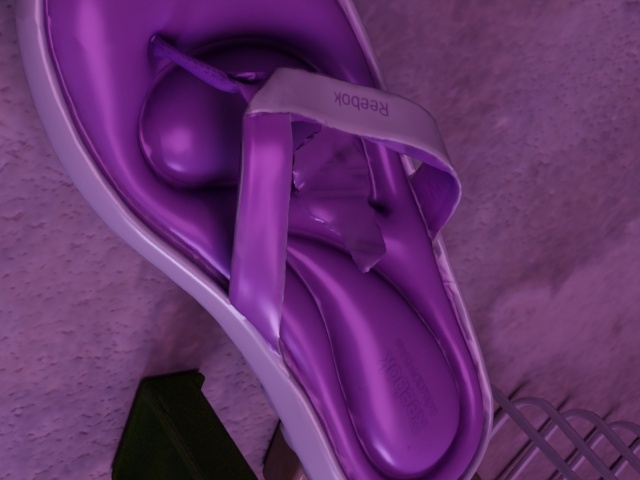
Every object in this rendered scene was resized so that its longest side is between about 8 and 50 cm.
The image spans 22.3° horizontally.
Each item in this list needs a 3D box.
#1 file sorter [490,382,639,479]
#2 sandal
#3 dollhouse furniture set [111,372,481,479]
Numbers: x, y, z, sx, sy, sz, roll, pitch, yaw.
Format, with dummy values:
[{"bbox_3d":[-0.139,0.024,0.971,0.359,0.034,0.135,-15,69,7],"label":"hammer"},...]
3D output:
[{"bbox_3d":[0.187,0.231,1.177,0.277,0.193,0.173,19,113,-47],"label":"file sorter"},{"bbox_3d":[0.009,-0.011,0.790,0.169,0.102,0.416,-50,131,-22],"label":"sandal"},{"bbox_3d":[-0.034,0.232,1.035,0.197,0.151,0.301,-5,132,-34],"label":"dollhouse furniture set"}]
